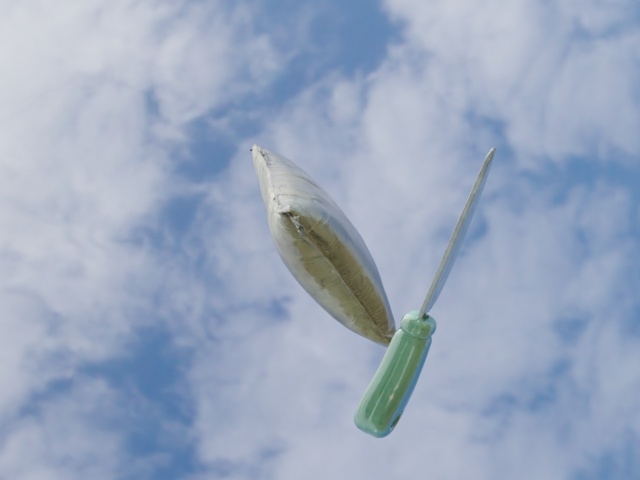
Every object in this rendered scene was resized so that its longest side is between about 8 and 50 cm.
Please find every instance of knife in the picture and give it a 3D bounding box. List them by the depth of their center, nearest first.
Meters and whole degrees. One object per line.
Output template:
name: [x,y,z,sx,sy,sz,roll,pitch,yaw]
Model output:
knife: [0.093,0.044,0.976,0.260,0.034,0.063,-66,-17,13]

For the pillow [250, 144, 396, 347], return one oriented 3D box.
pillow: [0.000,0.000,1.249,0.075,0.302,0.185,-38,-72,4]
